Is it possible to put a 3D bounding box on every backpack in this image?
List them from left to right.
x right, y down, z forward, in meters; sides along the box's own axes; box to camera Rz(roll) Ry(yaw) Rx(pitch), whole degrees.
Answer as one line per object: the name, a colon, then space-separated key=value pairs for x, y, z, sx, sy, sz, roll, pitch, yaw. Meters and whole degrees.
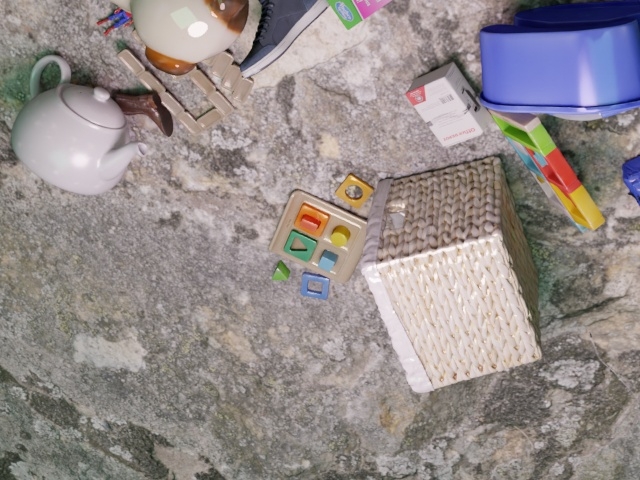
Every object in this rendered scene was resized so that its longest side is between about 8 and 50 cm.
backpack: x=0.635 y=-0.095 z=1.715 sx=0.098 sy=0.101 sz=0.120 roll=-21 pitch=121 yaw=33

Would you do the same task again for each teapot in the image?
teapot: x=-0.481 y=-0.229 z=1.812 sx=0.256 sy=0.252 sz=0.187 roll=26 pitch=114 yaw=-19

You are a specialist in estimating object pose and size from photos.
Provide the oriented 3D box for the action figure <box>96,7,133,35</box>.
action figure: x=-0.381 y=-0.436 z=1.759 sx=0.115 sy=0.030 sz=0.038 roll=-23 pitch=111 yaw=24

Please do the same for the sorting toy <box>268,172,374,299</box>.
sorting toy: x=0.000 y=0.000 z=1.960 sx=0.196 sy=0.047 sz=0.347 roll=22 pitch=126 yaw=-3

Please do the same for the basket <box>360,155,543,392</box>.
basket: x=0.266 y=0.062 z=1.772 sx=0.267 sy=0.328 sz=0.331 roll=-13 pitch=120 yaw=19

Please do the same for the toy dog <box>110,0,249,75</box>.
toy dog: x=-0.285 y=-0.480 z=1.494 sx=0.408 sy=0.395 sz=0.284 roll=44 pitch=114 yaw=-7

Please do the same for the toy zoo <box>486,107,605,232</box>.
toy zoo: x=0.428 y=-0.128 z=1.688 sx=0.030 sy=0.192 sz=0.293 roll=-39 pitch=111 yaw=3

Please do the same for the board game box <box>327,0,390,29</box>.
board game box: x=0.094 y=-0.527 z=1.490 sx=0.317 sy=0.064 sz=0.242 roll=-26 pitch=107 yaw=45

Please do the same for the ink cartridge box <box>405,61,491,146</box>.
ink cartridge box: x=0.241 y=-0.254 z=1.706 sx=0.099 sy=0.056 sz=0.135 roll=-17 pitch=121 yaw=45

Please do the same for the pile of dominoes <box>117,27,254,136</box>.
pile of dominoes: x=-0.260 y=-0.346 z=1.802 sx=0.196 sy=0.040 sz=0.251 roll=-27 pitch=123 yaw=27

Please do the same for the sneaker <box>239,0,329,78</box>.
sneaker: x=-0.106 y=-0.411 z=1.617 sx=0.163 sy=0.226 sz=0.086 roll=46 pitch=161 yaw=-18

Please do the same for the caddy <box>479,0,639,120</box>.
caddy: x=0.425 y=-0.286 z=1.510 sx=0.341 sy=0.241 sz=0.179 roll=11 pitch=120 yaw=43

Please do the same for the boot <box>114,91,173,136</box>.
boot: x=-0.366 y=-0.260 z=1.864 sx=0.114 sy=0.037 sz=0.106 roll=2 pitch=128 yaw=30
